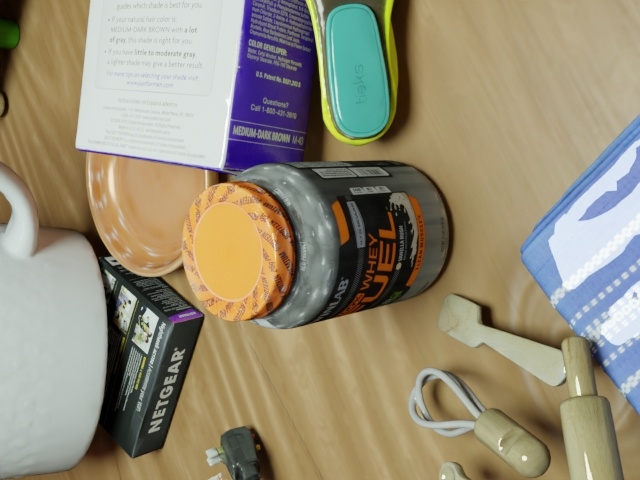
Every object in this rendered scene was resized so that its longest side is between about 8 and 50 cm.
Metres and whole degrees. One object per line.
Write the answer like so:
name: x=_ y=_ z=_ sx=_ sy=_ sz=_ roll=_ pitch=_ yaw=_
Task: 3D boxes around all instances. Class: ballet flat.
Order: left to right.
ballet flat: x=0.023 y=-0.190 z=0.635 sx=0.077 sy=0.077 sz=0.231 roll=-2 pitch=102 yaw=-1

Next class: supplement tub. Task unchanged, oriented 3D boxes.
supplement tub: x=0.000 y=0.000 z=0.601 sx=0.117 sy=0.190 sz=0.117 roll=6 pitch=100 yaw=40

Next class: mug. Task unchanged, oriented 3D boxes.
mug: x=-0.408 y=0.073 z=0.825 sx=0.276 sy=0.328 sz=0.374 roll=49 pitch=126 yaw=45

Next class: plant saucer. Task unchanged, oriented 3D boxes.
plant saucer: x=-0.170 y=-0.063 z=0.841 sx=0.200 sy=0.037 sz=0.200 roll=6 pitch=98 yaw=41

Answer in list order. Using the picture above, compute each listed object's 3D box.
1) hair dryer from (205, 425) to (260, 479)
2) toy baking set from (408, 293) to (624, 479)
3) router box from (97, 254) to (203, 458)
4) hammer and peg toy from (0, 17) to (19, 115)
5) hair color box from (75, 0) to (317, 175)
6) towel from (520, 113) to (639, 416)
hair dryer: x=-0.083 y=0.334 z=0.723 sx=0.223 sy=0.080 sz=0.293 roll=-35 pitch=54 yaw=-7
toy baking set: x=0.120 y=0.145 z=0.547 sx=0.196 sy=0.030 sz=0.256 roll=-30 pitch=55 yaw=55
router box: x=-0.205 y=0.124 z=0.886 sx=0.133 sy=0.046 sz=0.179 roll=35 pitch=117 yaw=32
hammer and peg toy: x=-0.456 y=-0.344 z=0.995 sx=0.266 sy=0.127 sz=0.361 roll=41 pitch=120 yaw=32
hair color box: x=-0.094 y=-0.231 z=0.686 sx=0.185 sy=0.110 sz=0.339 roll=12 pitch=98 yaw=36
towel: x=0.268 y=0.043 z=0.420 sx=0.243 sy=0.040 sz=0.336 roll=-51 pitch=51 yaw=27
